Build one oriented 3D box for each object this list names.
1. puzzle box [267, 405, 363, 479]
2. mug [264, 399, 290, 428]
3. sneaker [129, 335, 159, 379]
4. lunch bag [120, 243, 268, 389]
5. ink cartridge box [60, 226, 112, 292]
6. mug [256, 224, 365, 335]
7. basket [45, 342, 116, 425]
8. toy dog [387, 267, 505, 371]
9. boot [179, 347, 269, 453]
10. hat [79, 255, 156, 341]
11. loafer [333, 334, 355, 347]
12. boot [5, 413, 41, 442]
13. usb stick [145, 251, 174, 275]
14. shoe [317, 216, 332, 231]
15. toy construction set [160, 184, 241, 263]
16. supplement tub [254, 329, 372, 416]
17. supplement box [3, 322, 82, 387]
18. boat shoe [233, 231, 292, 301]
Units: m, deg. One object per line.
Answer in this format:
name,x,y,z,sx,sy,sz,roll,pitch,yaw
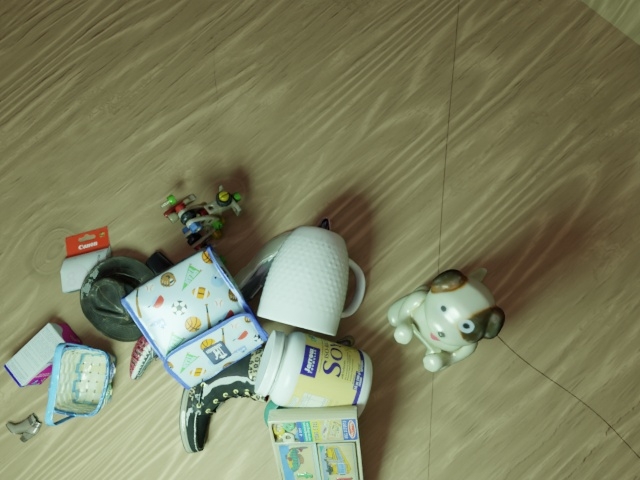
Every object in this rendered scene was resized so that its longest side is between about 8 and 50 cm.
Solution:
puzzle box,-0.002,0.698,1.442,0.272,0.052,0.409,-5,114,5
mug,-0.116,0.599,1.564,0.158,0.097,0.129,23,78,-26
sneaker,-0.596,0.383,1.660,0.112,0.121,0.299,33,94,-30
lunch bag,-0.397,0.254,1.501,0.328,0.239,0.385,-30,99,-8
ink cartridge box,-0.919,0.073,1.785,0.189,0.066,0.232,-14,81,3
mug,-0.001,0.144,1.571,0.374,0.276,0.328,21,78,-30
basket,-0.832,0.478,1.566,0.201,0.289,0.254,2,79,6
toy dog,0.423,0.236,1.434,0.395,0.408,0.284,-34,77,-2
boot,-0.324,0.539,1.585,0.284,0.138,0.377,0,69,6
hat,-0.739,0.217,1.669,0.331,0.134,0.331,0,87,-4
loafer,0.054,0.384,1.622,0.148,0.050,0.056,-35,77,-3
boot,-1.087,0.678,1.680,0.118,0.042,0.087,34,77,10
usb stick,-0.551,0.148,1.737,0.278,0.045,0.077,39,77,12
shoe,0.000,0.000,1.694,0.063,0.081,0.178,15,80,9
toy construction set,-0.428,-0.106,1.722,0.237,0.257,0.309,-39,53,-21
supplement tub,-0.024,0.436,1.481,0.331,0.241,0.241,19,80,-10
supplement box,-1.023,0.421,1.689,0.114,0.111,0.220,43,85,12
boat shoe,-0.197,0.097,1.702,0.319,0.116,0.099,-44,117,-11
